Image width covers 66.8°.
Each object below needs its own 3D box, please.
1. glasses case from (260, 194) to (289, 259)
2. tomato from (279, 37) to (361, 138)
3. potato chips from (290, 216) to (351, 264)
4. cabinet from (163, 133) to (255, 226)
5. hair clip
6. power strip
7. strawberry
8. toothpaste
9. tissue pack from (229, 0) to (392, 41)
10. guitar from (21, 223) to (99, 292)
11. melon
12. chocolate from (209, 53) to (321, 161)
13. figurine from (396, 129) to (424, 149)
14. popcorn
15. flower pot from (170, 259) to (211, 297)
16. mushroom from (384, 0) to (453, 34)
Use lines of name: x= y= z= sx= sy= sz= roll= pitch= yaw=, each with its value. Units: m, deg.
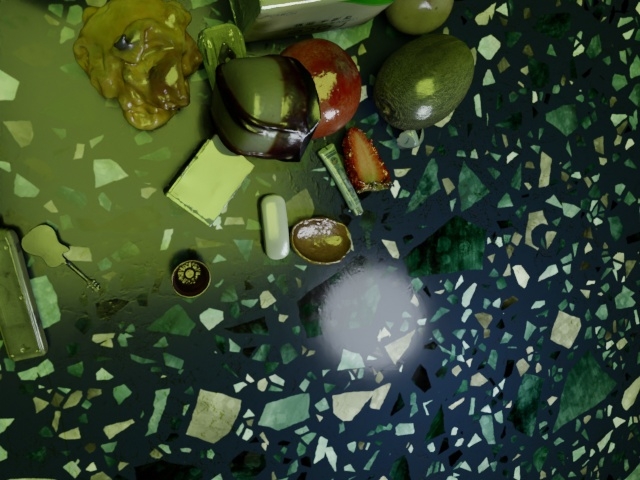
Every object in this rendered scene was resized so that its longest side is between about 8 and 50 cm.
glasses case: x=-0.137 y=-0.040 z=1.463 sx=0.076 sy=0.049 sz=0.197 roll=-9 pitch=103 yaw=-17
tomato: x=-0.011 y=-0.416 z=1.334 sx=0.264 sy=0.265 sz=0.265 roll=-4 pitch=101 yaw=-19
potato chips: x=0.000 y=0.000 z=1.521 sx=0.201 sy=0.049 sz=0.150 roll=-1 pitch=95 yaw=-17
cabinet: x=-0.308 y=-0.171 z=1.327 sx=0.150 sy=0.145 sz=0.206 roll=38 pitch=86 yaw=-22
hair clip: x=-0.243 y=-0.422 z=1.338 sx=0.138 sy=0.091 sz=0.321 roll=-25 pitch=119 yaw=-22
power strip: x=-0.800 y=0.126 z=1.255 sx=0.092 sy=0.066 sz=0.388 roll=-11 pitch=106 yaw=-16
strawberry: x=0.133 y=-0.241 z=1.517 sx=0.167 sy=0.087 sz=0.208 roll=-5 pitch=76 yaw=-38
toothpaste: x=0.068 y=-0.185 z=1.517 sx=0.062 sy=0.039 sz=0.239 roll=-34 pitch=107 yaw=-15
tissue pack: x=-0.016 y=-0.660 z=1.240 sx=0.404 sy=0.332 sz=0.205 roll=-15 pitch=103 yaw=-16
guitar: x=-0.685 y=0.057 z=1.299 sx=0.088 sy=0.025 sz=0.233 roll=-43 pitch=110 yaw=-9
melon: x=0.308 y=-0.471 z=1.441 sx=0.329 sy=0.248 sz=0.249 roll=-40 pitch=110 yaw=-10
chocolate: x=-0.161 y=-0.318 z=1.197 sx=0.186 sy=0.283 sz=0.284 roll=-18 pitch=107 yaw=-40
figurine: x=0.286 y=-0.331 z=1.551 sx=0.082 sy=0.086 sz=0.094 roll=24 pitch=134 yaw=-8
popcorn: x=-0.429 y=-0.453 z=1.178 sx=0.297 sy=0.281 sz=0.316 roll=-40 pitch=98 yaw=9
flower pot: x=-0.373 y=0.100 z=1.385 sx=0.111 sy=0.089 sz=0.111 roll=-4 pitch=101 yaw=-20
mushroom: x=0.288 y=-0.722 z=1.435 sx=0.204 sy=0.204 sz=0.204 roll=-4 pitch=101 yaw=-19
